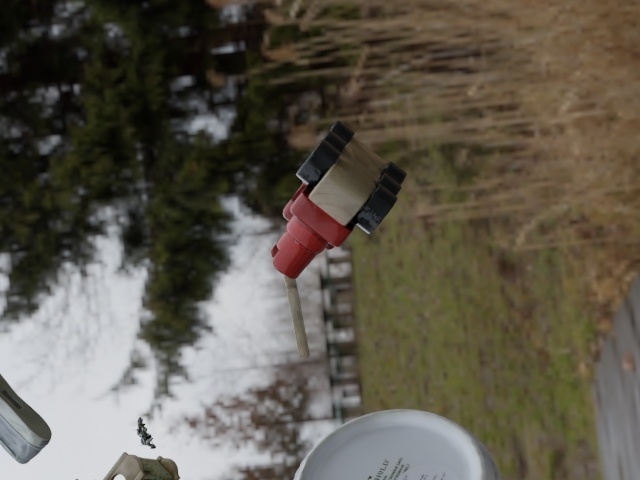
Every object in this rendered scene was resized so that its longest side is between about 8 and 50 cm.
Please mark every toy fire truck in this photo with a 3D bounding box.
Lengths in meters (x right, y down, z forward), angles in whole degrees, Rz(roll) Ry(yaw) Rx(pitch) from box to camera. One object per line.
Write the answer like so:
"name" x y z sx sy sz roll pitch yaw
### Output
"toy fire truck" 0.000 0.000 1.685 0.246 0.158 0.217 -51 4 17

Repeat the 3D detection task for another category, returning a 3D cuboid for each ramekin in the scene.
"ramekin" 0.069 0.242 1.147 0.207 0.207 0.109 -90 -10 -52

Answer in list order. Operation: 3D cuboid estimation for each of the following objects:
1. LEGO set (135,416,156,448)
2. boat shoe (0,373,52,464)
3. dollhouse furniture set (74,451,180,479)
"LEGO set" -0.275 0.302 2.047 0.054 0.023 0.083 65 167 7
"boat shoe" -0.530 0.266 2.105 0.227 0.081 0.079 42 -169 13
"dollhouse furniture set" -0.289 0.432 2.173 0.161 0.101 0.182 42 -171 29
